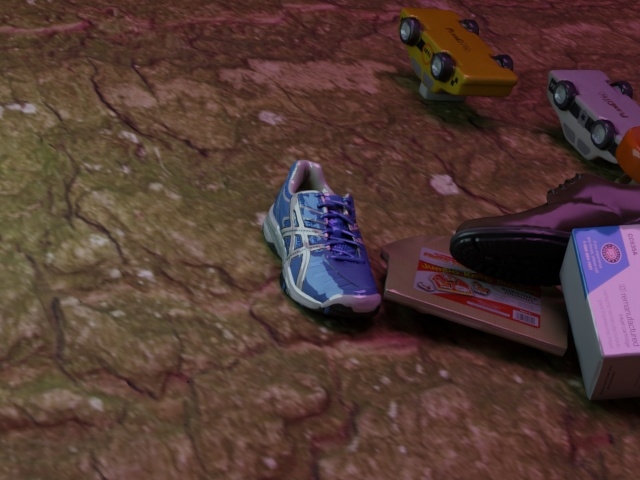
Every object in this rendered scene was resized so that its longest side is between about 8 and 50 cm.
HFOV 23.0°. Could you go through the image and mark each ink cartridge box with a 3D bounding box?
[{"bbox_3d":[0.321,0.058,1.395,0.191,0.082,0.139,-5,56,-4],"label":"ink cartridge box"}]

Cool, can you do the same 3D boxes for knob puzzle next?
[{"bbox_3d":[0.146,0.047,1.488,0.213,0.030,0.213,14,23,-6],"label":"knob puzzle"}]

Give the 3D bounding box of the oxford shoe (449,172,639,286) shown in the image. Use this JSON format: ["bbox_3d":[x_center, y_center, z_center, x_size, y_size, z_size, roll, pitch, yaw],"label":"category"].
[{"bbox_3d":[0.230,-0.014,1.483,0.227,0.083,0.096,-3,55,-7],"label":"oxford shoe"}]

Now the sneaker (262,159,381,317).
[{"bbox_3d":[0.000,0.000,1.455,0.080,0.081,0.211,2,29,-26],"label":"sneaker"}]

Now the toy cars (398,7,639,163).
[{"bbox_3d":[0.254,-0.173,1.936,0.394,0.087,0.176,25,33,15],"label":"toy cars"}]

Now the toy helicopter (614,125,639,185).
[{"bbox_3d":[0.409,0.049,1.550,0.235,0.140,0.355,12,35,-24],"label":"toy helicopter"}]
